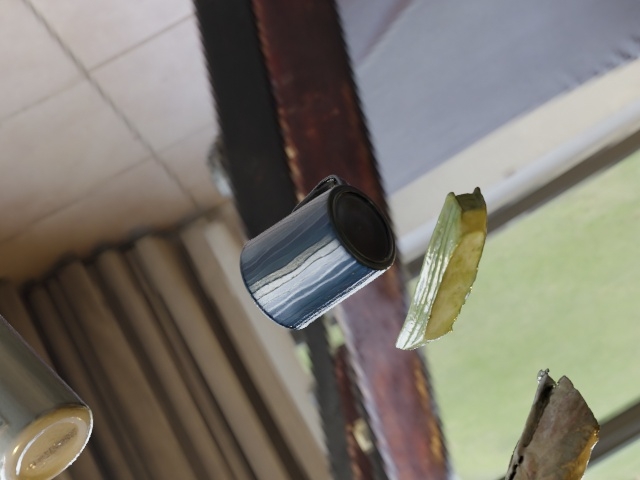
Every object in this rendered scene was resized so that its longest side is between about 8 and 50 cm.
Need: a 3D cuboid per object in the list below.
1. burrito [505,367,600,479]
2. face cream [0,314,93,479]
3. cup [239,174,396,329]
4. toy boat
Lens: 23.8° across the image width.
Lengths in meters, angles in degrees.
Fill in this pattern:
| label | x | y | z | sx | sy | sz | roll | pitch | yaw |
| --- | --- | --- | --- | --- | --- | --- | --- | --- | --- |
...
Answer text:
| label | x | y | z | sx | sy | sz | roll | pitch | yaw |
| --- | --- | --- | --- | --- | --- | --- | --- | --- | --- |
| burrito | 0.141 | 0.147 | 0.960 | 0.149 | 0.055 | 0.041 | -63 | 149 | -33 |
| face cream | -0.320 | 0.112 | 1.395 | 0.101 | 0.251 | 0.101 | -35 | 149 | -25 |
| cup | -0.006 | 0.001 | 1.669 | 0.138 | 0.150 | 0.113 | -34 | 156 | 33 |
| toy boat | 0.179 | 0.057 | 2.186 | 0.093 | 0.055 | 0.293 | -11 | 134 | -33 |
